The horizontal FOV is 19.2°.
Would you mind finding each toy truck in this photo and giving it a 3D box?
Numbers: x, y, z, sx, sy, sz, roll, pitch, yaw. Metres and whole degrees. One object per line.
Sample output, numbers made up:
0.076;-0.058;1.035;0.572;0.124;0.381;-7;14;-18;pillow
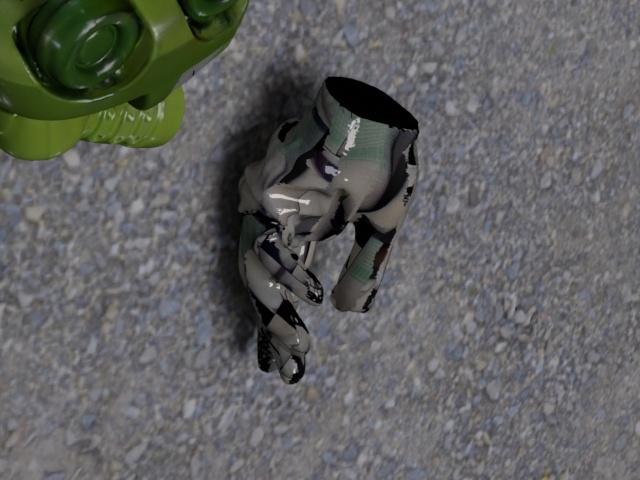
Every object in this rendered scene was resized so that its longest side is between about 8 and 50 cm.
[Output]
-0.142;-0.123;1.103;0.187;0.148;0.210;-23;147;-43;toy truck

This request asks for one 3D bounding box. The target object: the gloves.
-0.007;-0.005;1.328;0.212;0.111;0.127;-58;166;23;gloves
